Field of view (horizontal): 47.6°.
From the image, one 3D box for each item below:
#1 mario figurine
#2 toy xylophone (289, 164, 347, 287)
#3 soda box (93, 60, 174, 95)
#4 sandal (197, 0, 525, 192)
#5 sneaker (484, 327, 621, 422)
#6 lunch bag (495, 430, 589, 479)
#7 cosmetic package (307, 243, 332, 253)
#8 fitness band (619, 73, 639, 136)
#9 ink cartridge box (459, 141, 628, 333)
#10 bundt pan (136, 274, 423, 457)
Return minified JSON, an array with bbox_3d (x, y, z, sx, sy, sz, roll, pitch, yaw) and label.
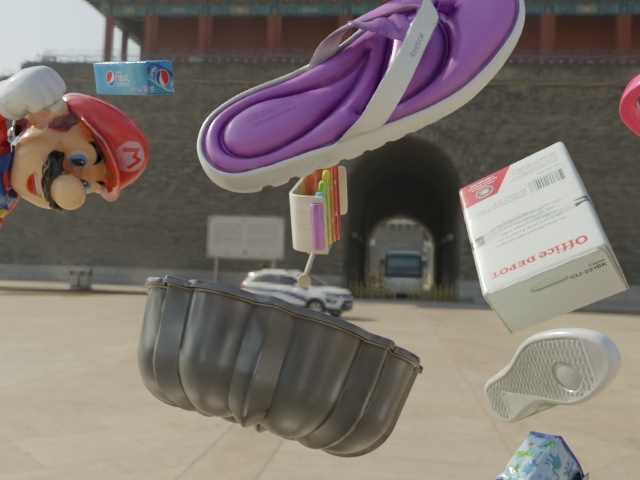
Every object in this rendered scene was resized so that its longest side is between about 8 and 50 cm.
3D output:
[{"bbox_3d":[-0.327,-0.058,0.721,0.321,0.170,0.198,-16,-5,-21],"label":"mario figurine"},{"bbox_3d":[-0.001,-0.046,1.552,0.081,0.236,0.322,0,26,10],"label":"toy xylophone"},{"bbox_3d":[-0.413,-0.359,1.597,0.210,0.071,0.067,11,20,41],"label":"soda box"},{"bbox_3d":[0.048,-0.187,0.800,0.416,0.169,0.102,-33,-29,-2],"label":"sandal"},{"bbox_3d":[0.321,0.146,0.915,0.151,0.094,0.256,-23,-16,-23],"label":"sneaker"},{"bbox_3d":[0.407,0.440,1.290,0.129,0.151,0.096,-41,16,-25],"label":"lunch bag"},{"bbox_3d":[0.000,0.000,1.973,0.060,0.041,0.115,1,18,7],"label":"cosmetic package"},{"bbox_3d":[0.737,-0.239,1.431,0.291,0.054,0.209,29,-17,-8],"label":"fitness band"},{"bbox_3d":[0.355,-0.008,1.189,0.197,0.272,0.114,-26,-55,22],"label":"ink cartridge box"},{"bbox_3d":[-0.060,0.153,0.815,0.331,0.124,0.331,16,-15,4],"label":"bundt pan"}]
